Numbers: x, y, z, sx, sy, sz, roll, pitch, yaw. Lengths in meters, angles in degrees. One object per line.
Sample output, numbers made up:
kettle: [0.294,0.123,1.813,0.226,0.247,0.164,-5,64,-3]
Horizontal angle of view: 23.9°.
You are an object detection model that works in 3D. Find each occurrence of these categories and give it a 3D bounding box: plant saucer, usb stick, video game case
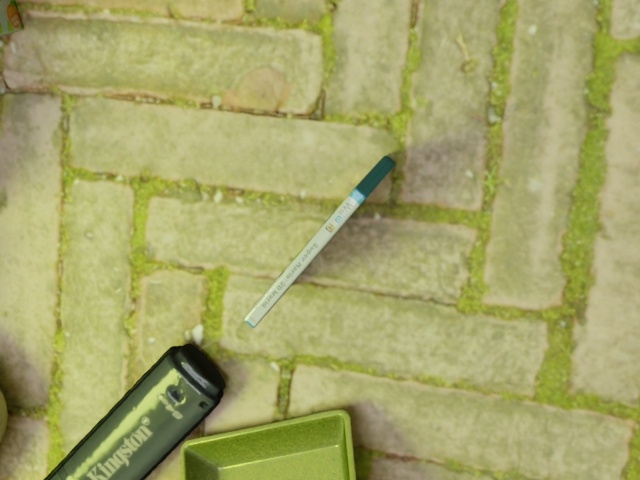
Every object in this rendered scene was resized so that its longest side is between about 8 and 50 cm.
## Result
plant saucer: [-0.040,0.273,1.465,0.188,0.045,0.188,-14,68,22]
usb stick: [-0.202,0.214,1.537,0.077,0.045,0.278,48,113,9]
video game case: [0.000,0.000,1.370,0.015,0.119,0.166,41,113,1]

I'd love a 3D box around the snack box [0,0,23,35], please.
snack box: [-0.339,-0.232,1.412,0.037,0.141,0.100,-12,100,21]

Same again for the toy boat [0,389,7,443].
toy boat: [-0.496,0.180,1.574,0.318,0.148,0.267,38,113,6]
